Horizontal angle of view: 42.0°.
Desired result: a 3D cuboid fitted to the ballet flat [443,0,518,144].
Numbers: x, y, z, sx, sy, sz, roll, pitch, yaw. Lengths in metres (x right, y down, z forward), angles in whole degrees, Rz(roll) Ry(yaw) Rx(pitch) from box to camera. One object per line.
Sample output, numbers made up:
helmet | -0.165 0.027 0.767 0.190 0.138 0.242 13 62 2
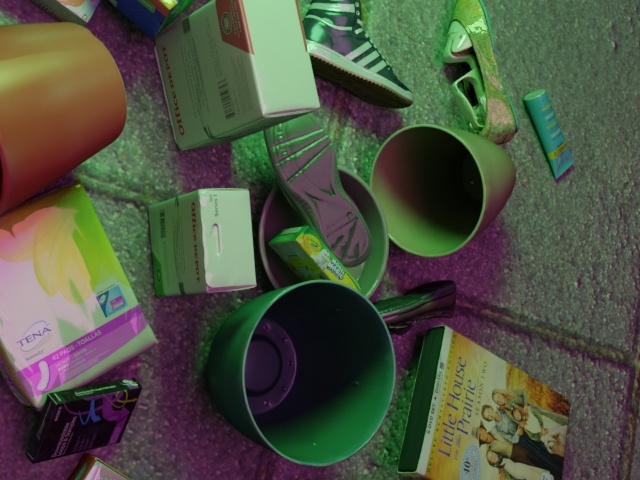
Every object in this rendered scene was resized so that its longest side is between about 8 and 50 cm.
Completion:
ballet flat | 0.326 -0.371 1.795 0.123 0.123 0.349 -14 87 -33

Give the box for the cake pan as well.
cake pan | 0.000 0.000 1.583 0.293 0.054 0.293 4 83 -33

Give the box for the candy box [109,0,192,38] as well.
candy box | -0.268 -0.540 1.392 0.268 0.122 0.317 42 65 -8

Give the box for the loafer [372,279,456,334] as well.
loafer | 0.177 0.151 1.665 0.267 0.096 0.084 -18 101 -35

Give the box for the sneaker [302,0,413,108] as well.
sneaker | 0.081 -0.376 1.646 0.282 0.099 0.153 22 76 -27

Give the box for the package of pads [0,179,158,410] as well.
package of pads | -0.417 0.086 1.276 0.229 0.101 0.297 -29 101 -33

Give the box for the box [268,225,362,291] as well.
box | -0.002 0.053 1.482 0.043 0.105 0.179 -48 112 -24

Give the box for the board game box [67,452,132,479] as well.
board game box | -0.352 0.533 1.297 0.242 0.064 0.317 41 65 -23

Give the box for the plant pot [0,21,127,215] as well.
plant pot | -0.435 -0.192 1.209 0.243 0.274 0.275 -32 103 -43

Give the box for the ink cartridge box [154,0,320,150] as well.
ink cartridge box | -0.146 -0.280 1.380 0.117 0.283 0.207 -14 94 -37

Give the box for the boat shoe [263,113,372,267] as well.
boat shoe | -0.014 -0.097 1.502 0.118 0.103 0.321 -32 98 -17

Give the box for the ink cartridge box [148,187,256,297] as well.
ink cartridge box | -0.196 0.008 1.355 0.092 0.219 0.160 -3 88 -33

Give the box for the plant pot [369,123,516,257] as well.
plant pot | 0.281 -0.117 1.684 0.274 0.256 0.257 -17 95 -50

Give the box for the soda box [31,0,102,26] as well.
soda box | -0.443 -0.414 1.328 0.183 0.063 0.058 34 68 -26

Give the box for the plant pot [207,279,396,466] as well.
plant pot | -0.057 0.216 1.418 0.292 0.235 0.293 3 85 -32

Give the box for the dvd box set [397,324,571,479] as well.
dvd box set | 0.352 0.396 1.716 0.420 0.062 0.308 32 60 -29

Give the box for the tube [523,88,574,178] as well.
tube | 0.541 -0.254 1.969 0.080 0.052 0.207 -37 111 -23

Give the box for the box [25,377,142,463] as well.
box | -0.359 0.274 1.275 0.162 0.029 0.116 -1 122 -51
